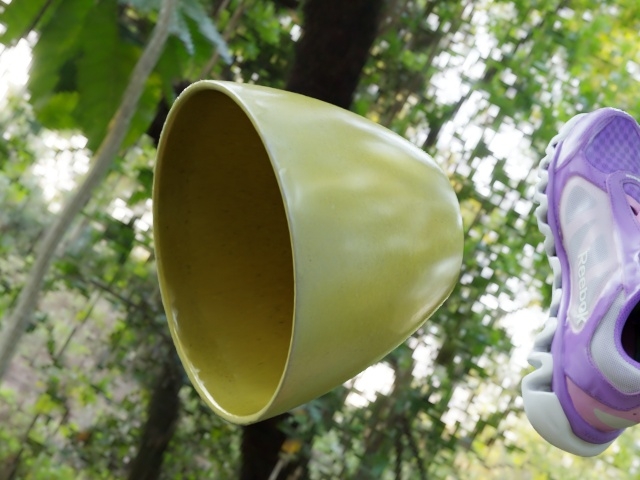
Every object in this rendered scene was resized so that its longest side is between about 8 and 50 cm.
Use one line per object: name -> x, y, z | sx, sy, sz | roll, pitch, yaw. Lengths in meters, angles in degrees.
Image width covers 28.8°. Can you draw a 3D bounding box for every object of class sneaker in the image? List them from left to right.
sneaker -> 0.199, 0.018, 0.802 | 0.095, 0.236, 0.104 | 19, -25, -26

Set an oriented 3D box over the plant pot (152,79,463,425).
plant pot -> 0.000, 0.000, 0.506 | 0.095, 0.134, 0.134 | -7, 7, -29
